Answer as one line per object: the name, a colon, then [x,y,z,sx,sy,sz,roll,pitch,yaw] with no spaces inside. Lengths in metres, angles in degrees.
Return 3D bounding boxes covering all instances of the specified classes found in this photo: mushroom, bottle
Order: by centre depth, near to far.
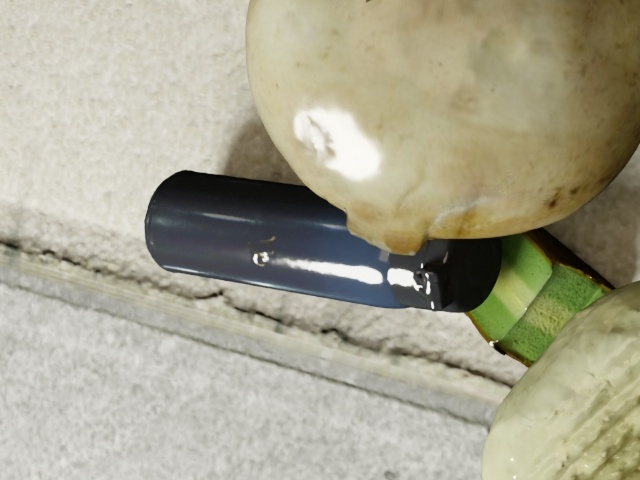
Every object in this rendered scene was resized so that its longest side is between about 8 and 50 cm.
mushroom: [0.075,-0.113,0.902,0.254,0.184,0.255,0,103,-1]
bottle: [0.000,0.000,1.022,0.244,0.082,0.072,9,120,35]

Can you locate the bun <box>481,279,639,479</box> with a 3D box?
bun: [0.214,0.145,0.903,0.259,0.160,0.259,0,93,8]

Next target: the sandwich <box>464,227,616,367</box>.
sandwich: [0.129,0.023,1.020,0.074,0.074,0.116,-54,38,15]
